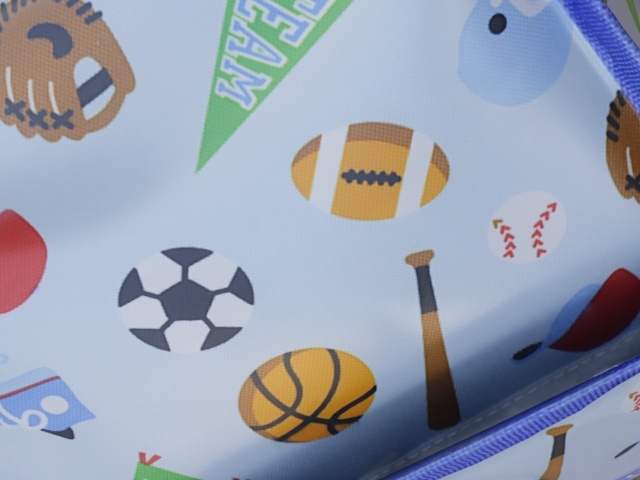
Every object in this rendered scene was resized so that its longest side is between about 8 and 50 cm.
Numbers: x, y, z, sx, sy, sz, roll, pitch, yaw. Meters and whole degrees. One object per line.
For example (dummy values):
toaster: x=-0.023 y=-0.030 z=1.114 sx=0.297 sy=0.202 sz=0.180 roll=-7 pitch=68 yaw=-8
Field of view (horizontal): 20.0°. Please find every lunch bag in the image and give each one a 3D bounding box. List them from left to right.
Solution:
lunch bag: x=0.000 y=0.000 z=0.730 sx=0.328 sy=0.239 sz=0.385 roll=-29 pitch=125 yaw=14
